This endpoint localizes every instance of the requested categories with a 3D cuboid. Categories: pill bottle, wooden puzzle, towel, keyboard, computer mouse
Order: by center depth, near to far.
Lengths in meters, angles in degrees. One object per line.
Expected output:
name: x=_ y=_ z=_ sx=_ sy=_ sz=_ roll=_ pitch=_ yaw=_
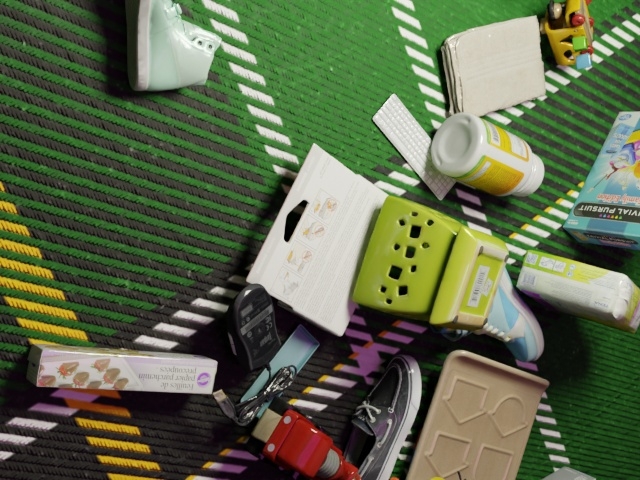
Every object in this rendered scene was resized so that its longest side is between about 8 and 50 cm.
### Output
computer mouse: x=-0.147 y=0.211 z=1.672 sx=0.184 sy=0.060 sz=0.262 roll=-42 pitch=132 yaw=-32
keyboard: x=0.203 y=-0.192 z=1.905 sx=0.256 sy=0.014 sz=0.072 roll=46 pitch=72 yaw=-29
pill bottle: x=0.363 y=-0.172 z=1.935 sx=0.246 sy=0.136 sz=0.136 roll=17 pitch=87 yaw=-40
towel: x=0.378 y=-0.373 z=1.977 sx=0.282 sy=0.049 sz=0.187 roll=-20 pitch=108 yaw=-31
wooden puzzle: x=0.338 y=0.435 z=2.052 sx=0.322 sy=0.080 sz=0.347 roll=22 pitch=89 yaw=-33

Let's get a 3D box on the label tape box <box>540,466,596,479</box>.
label tape box: x=0.521 y=0.733 z=2.190 sx=0.348 sy=0.115 sz=0.249 roll=-18 pitch=107 yaw=-32

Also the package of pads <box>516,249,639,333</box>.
package of pads: x=0.586 y=0.119 z=2.015 sx=0.296 sy=0.229 sz=0.101 roll=25 pitch=83 yaw=-59

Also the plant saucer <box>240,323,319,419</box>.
plant saucer: x=-0.081 y=0.255 z=1.778 sx=0.192 sy=0.018 sz=0.067 roll=-52 pitch=120 yaw=-18

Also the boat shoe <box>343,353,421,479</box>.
boat shoe: x=0.114 y=0.375 z=1.878 sx=0.102 sy=0.108 sz=0.301 roll=19 pitch=93 yaw=-36

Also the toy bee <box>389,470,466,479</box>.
toy bee: x=0.216 y=0.550 z=1.886 sx=0.195 sy=0.162 sz=0.298 roll=-35 pitch=138 yaw=-55

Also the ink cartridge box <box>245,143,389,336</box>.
ink cartridge box: x=0.000 y=0.000 z=1.765 sx=0.261 sy=0.066 sz=0.296 roll=33 pitch=78 yaw=-33

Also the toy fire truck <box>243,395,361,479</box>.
toy fire truck: x=-0.001 y=0.431 z=1.695 sx=0.158 sy=0.246 sz=0.217 roll=-58 pitch=142 yaw=-14

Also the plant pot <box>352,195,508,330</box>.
plant pot: x=0.230 y=0.059 z=1.799 sx=0.227 sy=0.207 sz=0.228 roll=15 pitch=94 yaw=-56

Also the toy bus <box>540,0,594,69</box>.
toy bus: x=0.539 y=-0.477 z=2.006 sx=0.191 sy=0.104 sz=0.202 roll=-30 pitch=112 yaw=-62

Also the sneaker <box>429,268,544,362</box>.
sneaker: x=0.348 y=0.183 z=1.992 sx=0.208 sy=0.127 sz=0.319 roll=-41 pitch=107 yaw=-24

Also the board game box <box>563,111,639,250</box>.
board game box: x=0.752 y=-0.144 z=2.133 sx=0.079 sy=0.254 sz=0.336 roll=36 pitch=76 yaw=-31

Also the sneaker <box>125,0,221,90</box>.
sneaker: x=-0.244 y=-0.380 z=1.531 sx=0.151 sy=0.094 sz=0.255 roll=-4 pitch=109 yaw=-27

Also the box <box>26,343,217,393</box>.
box: x=-0.338 y=0.223 z=1.574 sx=0.324 sy=0.067 sz=0.063 roll=9 pitch=91 yaw=-33
